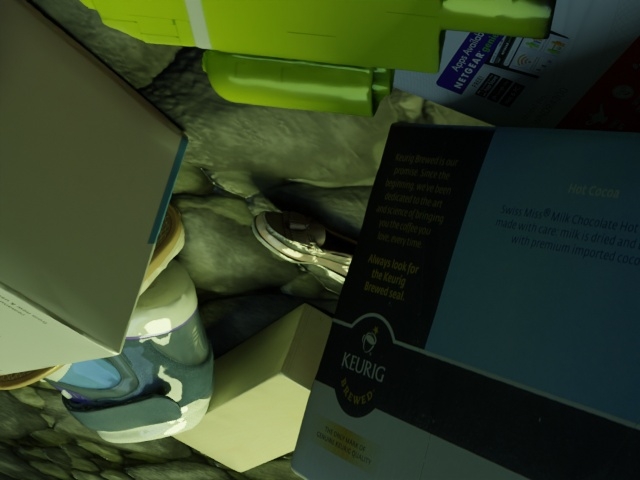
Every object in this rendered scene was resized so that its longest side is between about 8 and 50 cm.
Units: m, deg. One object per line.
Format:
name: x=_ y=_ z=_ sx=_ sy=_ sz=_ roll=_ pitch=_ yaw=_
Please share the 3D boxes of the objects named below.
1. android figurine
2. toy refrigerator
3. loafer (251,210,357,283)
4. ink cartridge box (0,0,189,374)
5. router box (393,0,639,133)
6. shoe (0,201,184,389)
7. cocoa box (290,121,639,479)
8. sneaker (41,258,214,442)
android figurine: x=-0.027 y=-0.150 z=0.464 sx=0.273 sy=0.056 sz=0.248 roll=7 pitch=149 yaw=7
toy refrigerator: x=-0.053 y=0.162 z=1.114 sx=0.102 sy=0.094 sz=0.269 roll=32 pitch=145 yaw=-16
loafer: x=0.000 y=0.000 z=0.880 sx=0.125 sy=0.045 sz=0.039 roll=27 pitch=130 yaw=-34
ink cartridge box: x=-0.281 y=-0.024 z=0.790 sx=0.270 sy=0.198 sz=0.197 roll=-13 pitch=141 yaw=38
router box: x=0.090 y=-0.196 z=0.475 sx=0.301 sy=0.082 sz=0.335 roll=19 pitch=149 yaw=-9
shoe: x=-0.203 y=0.052 z=0.903 sx=0.076 sy=0.219 sz=0.058 roll=47 pitch=171 yaw=13
cocoa box: x=0.187 y=0.079 z=0.537 sx=0.231 sy=0.228 sz=0.347 roll=17 pitch=178 yaw=-32
sneaker: x=-0.267 y=0.122 z=1.044 sx=0.323 sy=0.130 sz=0.236 roll=3 pitch=129 yaw=6
